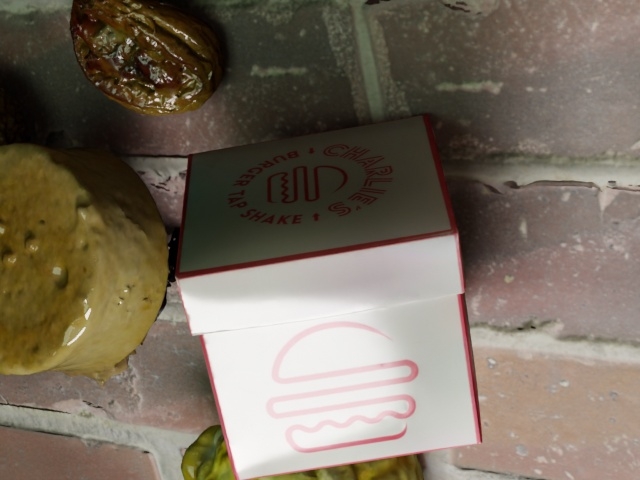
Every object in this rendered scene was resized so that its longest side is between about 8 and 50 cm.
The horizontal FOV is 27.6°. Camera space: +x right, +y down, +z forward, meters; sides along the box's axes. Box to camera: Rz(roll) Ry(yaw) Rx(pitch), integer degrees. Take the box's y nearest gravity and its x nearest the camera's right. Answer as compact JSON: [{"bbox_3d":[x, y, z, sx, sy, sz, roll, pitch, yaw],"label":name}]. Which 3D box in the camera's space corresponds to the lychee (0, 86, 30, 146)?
[{"bbox_3d":[-0.519,-0.131,1.888,0.200,0.200,0.238,41,126,2],"label":"lychee"}]

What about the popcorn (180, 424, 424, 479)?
[{"bbox_3d":[-0.015,0.391,1.851,0.334,0.294,0.292,-8,84,32],"label":"popcorn"}]

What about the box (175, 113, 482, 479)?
[{"bbox_3d":[0.013,0.063,1.550,0.312,0.314,0.300,-9,119,2],"label":"box"}]

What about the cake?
[{"bbox_3d":[-0.324,0.030,1.816,0.332,0.321,0.332,-1,87,31],"label":"cake"}]

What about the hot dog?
[{"bbox_3d":[-0.237,-0.257,1.703,0.227,0.099,0.160,26,128,18],"label":"hot dog"}]
